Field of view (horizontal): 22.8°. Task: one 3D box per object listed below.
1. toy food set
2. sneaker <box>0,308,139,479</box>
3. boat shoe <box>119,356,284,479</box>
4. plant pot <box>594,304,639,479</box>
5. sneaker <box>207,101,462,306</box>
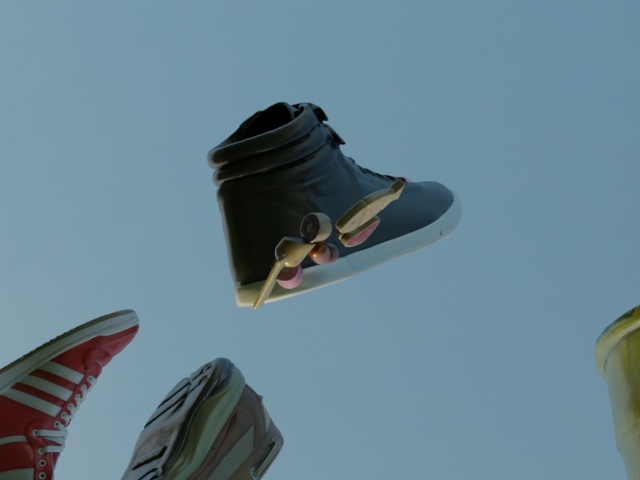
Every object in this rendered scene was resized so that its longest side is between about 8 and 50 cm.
[{"bbox_3d":[0.000,0.000,1.074,0.019,0.122,0.078,47,-42,16],"label":"toy food set"},{"bbox_3d":[-0.131,0.087,0.792,0.118,0.042,0.067,-31,-97,-15],"label":"sneaker"},{"bbox_3d":[-0.121,0.244,1.326,0.122,0.120,0.324,-28,-157,49],"label":"boat shoe"},{"bbox_3d":[0.375,0.232,1.034,0.366,0.366,0.353,-15,-115,33],"label":"plant pot"},{"bbox_3d":[0.018,-0.052,1.306,0.104,0.295,0.147,-12,-84,37],"label":"sneaker"}]
